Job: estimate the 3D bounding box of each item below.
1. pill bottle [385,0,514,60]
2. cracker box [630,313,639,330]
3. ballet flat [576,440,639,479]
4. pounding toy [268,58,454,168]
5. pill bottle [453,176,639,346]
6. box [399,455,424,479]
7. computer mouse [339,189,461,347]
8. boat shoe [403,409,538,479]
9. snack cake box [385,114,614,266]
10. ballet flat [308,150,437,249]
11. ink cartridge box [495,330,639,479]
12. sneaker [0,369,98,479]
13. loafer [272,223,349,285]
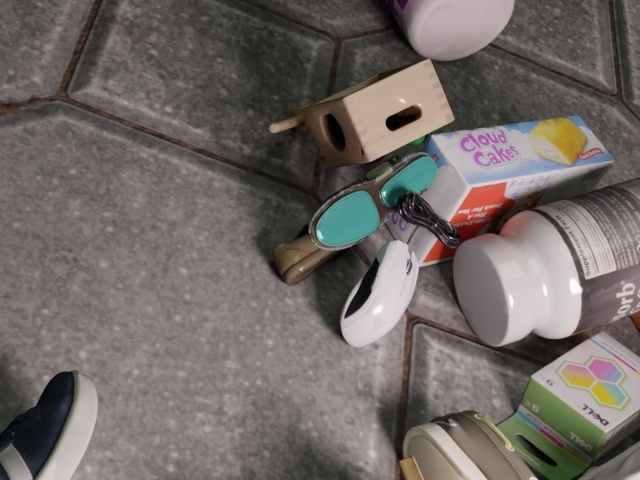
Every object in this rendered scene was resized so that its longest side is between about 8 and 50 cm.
[{"bbox_3d":[0.153,-0.425,1.901,0.169,0.169,0.301,-2,52,-31],"label":"pill bottle"},{"bbox_3d":[0.511,0.066,1.720,0.232,0.067,0.155,-4,53,-33],"label":"cracker box"},{"bbox_3d":[0.395,0.251,1.439,0.400,0.139,0.139,-19,62,-41],"label":"ballet flat"},{"bbox_3d":[0.031,-0.135,1.571,0.181,0.206,0.094,-27,100,-22],"label":"pounding toy"},{"bbox_3d":[0.313,0.027,1.542,0.279,0.162,0.162,-16,59,-19],"label":"pill bottle"},{"bbox_3d":[0.124,0.321,1.202,0.021,0.164,0.201,-20,57,-3],"label":"box"},{"bbox_3d":[0.090,0.041,1.455,0.106,0.042,0.193,46,67,-40],"label":"computer mouse"},{"bbox_3d":[0.207,0.299,1.300,0.091,0.109,0.305,-19,58,-35],"label":"boat shoe"},{"bbox_3d":[0.226,-0.065,1.617,0.264,0.152,0.089,-11,57,-37],"label":"snack cake box"},{"bbox_3d":[0.052,-0.045,1.483,0.188,0.070,0.070,-29,68,-26],"label":"ballet flat"},{"bbox_3d":[0.302,0.190,1.471,0.209,0.062,0.109,-23,49,-41],"label":"ink cartridge box"},{"bbox_3d":[-0.307,0.222,1.060,0.148,0.131,0.350,31,43,-8],"label":"sneaker"},{"bbox_3d":[0.000,0.000,1.498,0.050,0.056,0.148,49,45,9],"label":"loafer"}]
